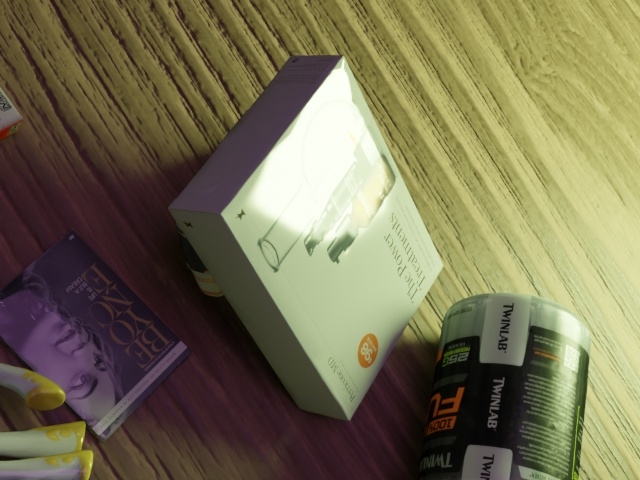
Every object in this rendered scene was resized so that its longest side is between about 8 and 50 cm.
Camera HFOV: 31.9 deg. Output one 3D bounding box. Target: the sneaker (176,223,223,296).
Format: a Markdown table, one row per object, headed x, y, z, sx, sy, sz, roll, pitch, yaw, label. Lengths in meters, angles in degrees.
| x | y | z | sx | sy | sz | roll | pitch | yaw | label |
| --- | --- | --- | --- | --- | --- | --- | --- | --- | --- |
| -0.076 | -0.040 | 1.501 | 0.321 | 0.126 | 0.128 | -36 | 132 | -45 | sneaker |

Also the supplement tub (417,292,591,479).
| x | y | z | sx | sy | sz | roll | pitch | yaw | label |
| --- | --- | --- | --- | --- | --- | --- | --- | --- | --- |
| 0.242 | 0.257 | 1.482 | 0.207 | 0.207 | 0.338 | 21 | 62 | -17 | supplement tub |

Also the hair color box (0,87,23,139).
| x | y | z | sx | sy | sz | roll | pitch | yaw | label |
| --- | --- | --- | --- | --- | --- | --- | --- | --- | --- |
| -0.452 | -0.141 | 1.398 | 0.141 | 0.043 | 0.072 | -34 | 88 | -31 | hair color box |

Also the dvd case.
| x | y | z | sx | sy | sz | roll | pitch | yaw | label |
| --- | --- | --- | --- | --- | --- | --- | --- | --- | --- |
| -0.290 | 0.116 | 1.391 | 0.221 | 0.018 | 0.164 | 46 | 58 | -3 | dvd case |

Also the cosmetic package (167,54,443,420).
| x | y | z | sx | sy | sz | roll | pitch | yaw | label |
| --- | --- | --- | --- | --- | --- | --- | --- | --- | --- |
| 0.000 | 0.000 | 1.420 | 0.284 | 0.097 | 0.377 | -54 | 133 | -29 | cosmetic package |

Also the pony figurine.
| x | y | z | sx | sy | sz | roll | pitch | yaw | label |
| --- | --- | --- | --- | --- | --- | --- | --- | --- | --- |
| -0.430 | 0.241 | 1.158 | 0.363 | 0.303 | 0.351 | 16 | 32 | -16 | pony figurine |
